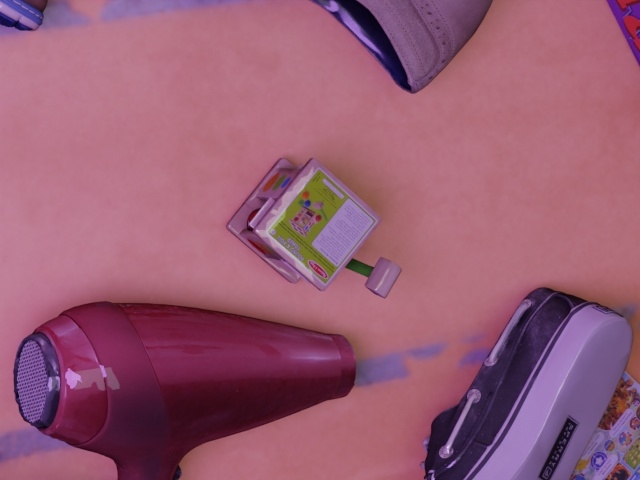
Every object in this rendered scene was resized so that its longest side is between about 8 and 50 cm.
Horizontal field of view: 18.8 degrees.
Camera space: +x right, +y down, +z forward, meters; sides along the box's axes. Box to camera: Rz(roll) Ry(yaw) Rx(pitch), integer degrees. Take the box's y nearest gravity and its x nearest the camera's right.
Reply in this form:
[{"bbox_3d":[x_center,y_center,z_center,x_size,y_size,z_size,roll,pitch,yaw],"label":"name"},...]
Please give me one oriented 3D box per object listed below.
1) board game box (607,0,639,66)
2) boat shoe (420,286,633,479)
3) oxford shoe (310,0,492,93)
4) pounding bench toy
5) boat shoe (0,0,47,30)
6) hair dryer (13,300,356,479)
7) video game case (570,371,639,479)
[{"bbox_3d":[0.186,-0.208,1.042,0.056,0.208,0.347,-31,101,-11],"label":"board game box"},{"bbox_3d":[0.098,0.127,1.106,0.219,0.070,0.078,-57,140,-13],"label":"boat shoe"},{"bbox_3d":[-0.049,-0.199,1.013,0.348,0.123,0.130,29,89,-16],"label":"oxford shoe"},{"bbox_3d":[0.000,0.000,1.067,0.083,0.065,0.052,41,80,-16],"label":"pounding bench toy"},{"bbox_3d":[-0.206,-0.181,0.990,0.183,0.066,0.066,38,80,-16],"label":"boat shoe"},{"bbox_3d":[-0.105,0.134,1.050,0.293,0.080,0.223,-38,127,-12],"label":"hair dryer"},{"bbox_3d":[0.185,0.139,1.164,0.122,0.011,0.087,43,81,-16],"label":"video game case"}]
